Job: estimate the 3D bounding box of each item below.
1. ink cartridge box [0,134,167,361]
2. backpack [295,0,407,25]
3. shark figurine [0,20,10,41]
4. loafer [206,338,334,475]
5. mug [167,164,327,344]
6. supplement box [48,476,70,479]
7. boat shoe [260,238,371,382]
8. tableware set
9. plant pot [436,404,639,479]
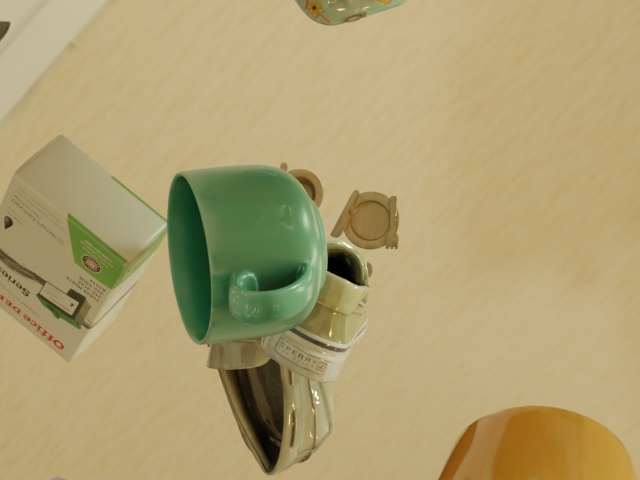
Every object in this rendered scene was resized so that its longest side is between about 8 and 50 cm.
[{"bbox_3d":[-0.285,0.015,1.480,0.160,0.219,0.092,39,46,2],"label":"ink cartridge box"},{"bbox_3d":[0.038,-0.279,1.114,0.166,0.188,0.144,55,-21,34],"label":"backpack"},{"bbox_3d":[-0.316,-0.213,1.103,0.116,0.278,0.166,7,6,-11],"label":"shark figurine"},{"bbox_3d":[-0.071,0.098,1.395,0.111,0.112,0.319,-42,117,-50],"label":"loafer"},{"bbox_3d":[-0.048,0.019,0.977,0.097,0.129,0.157,-7,56,-20],"label":"mug"},{"bbox_3d":[-0.349,0.346,1.413,0.111,0.220,0.113,-4,-80,58],"label":"supplement box"},{"bbox_3d":[0.010,0.049,1.227,0.109,0.094,0.302,30,10,-6],"label":"boat shoe"},{"bbox_3d":[0.000,0.000,1.434,0.169,0.141,0.020,17,-2,14],"label":"tableware set"},{"bbox_3d":[0.137,0.216,0.847,0.205,0.205,0.188,40,37,-20],"label":"plant pot"}]
